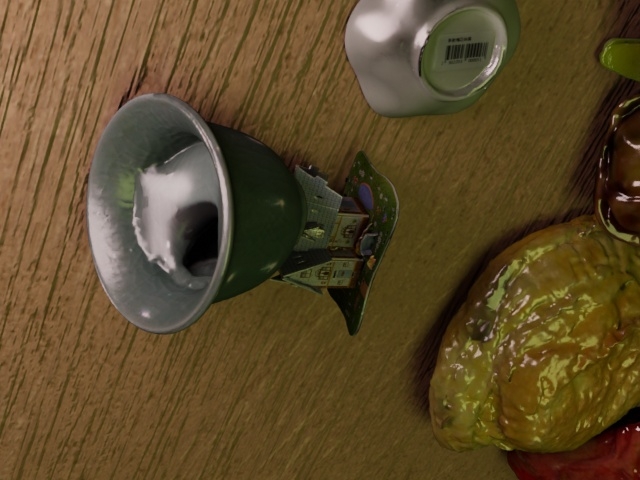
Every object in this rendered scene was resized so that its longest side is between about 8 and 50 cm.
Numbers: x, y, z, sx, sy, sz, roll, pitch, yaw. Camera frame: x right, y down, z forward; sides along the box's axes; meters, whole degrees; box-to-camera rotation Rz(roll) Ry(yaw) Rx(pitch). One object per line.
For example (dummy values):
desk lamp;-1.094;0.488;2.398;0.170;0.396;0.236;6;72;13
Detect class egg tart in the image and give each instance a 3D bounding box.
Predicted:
egg tart;0.307;0.134;1.060;0.352;0.153;0.339;-7;122;-24

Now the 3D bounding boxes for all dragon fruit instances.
dragon fruit;0.456;0.340;1.140;0.286;0.227;0.329;-8;166;-20

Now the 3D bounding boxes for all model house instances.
model house;0.000;0.000;0.834;0.088;0.117;0.167;2;125;-23

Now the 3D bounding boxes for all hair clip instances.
hair clip;0.385;-0.196;0.936;0.189;0.033;0.060;1;121;-28

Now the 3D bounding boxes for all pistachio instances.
pistachio;0.387;-0.074;0.963;0.165;0.130;0.210;-32;114;-10

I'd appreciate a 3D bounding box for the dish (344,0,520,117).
dish;0.120;-0.185;0.790;0.191;0.066;0.190;-13;128;-18

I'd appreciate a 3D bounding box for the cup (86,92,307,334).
cup;-0.090;-0.024;0.746;0.150;0.199;0.199;-3;126;-47
